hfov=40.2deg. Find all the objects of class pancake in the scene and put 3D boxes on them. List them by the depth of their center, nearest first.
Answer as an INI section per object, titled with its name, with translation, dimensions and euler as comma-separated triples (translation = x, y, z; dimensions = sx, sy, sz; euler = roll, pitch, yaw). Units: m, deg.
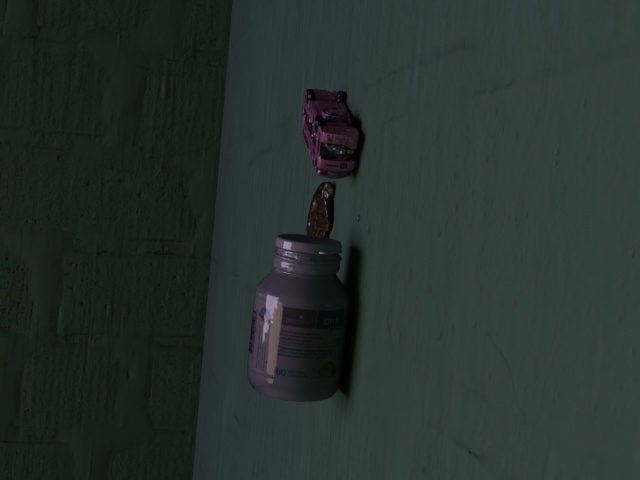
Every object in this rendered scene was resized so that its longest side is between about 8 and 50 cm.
[pancake]
translation = 0.000, 0.000, 1.394
dimensions = 0.184, 0.020, 0.190
euler = -104, 22, -56

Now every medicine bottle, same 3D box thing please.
[medicine bottle]
translation = -0.027, 0.103, 1.216
dimensions = 0.135, 0.135, 0.215
euler = -143, 59, -75

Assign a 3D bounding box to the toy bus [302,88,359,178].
[toy bus]
translation = 0.012, -0.165, 1.307
dimensions = 0.203, 0.063, 0.090
euler = -106, 21, -62
